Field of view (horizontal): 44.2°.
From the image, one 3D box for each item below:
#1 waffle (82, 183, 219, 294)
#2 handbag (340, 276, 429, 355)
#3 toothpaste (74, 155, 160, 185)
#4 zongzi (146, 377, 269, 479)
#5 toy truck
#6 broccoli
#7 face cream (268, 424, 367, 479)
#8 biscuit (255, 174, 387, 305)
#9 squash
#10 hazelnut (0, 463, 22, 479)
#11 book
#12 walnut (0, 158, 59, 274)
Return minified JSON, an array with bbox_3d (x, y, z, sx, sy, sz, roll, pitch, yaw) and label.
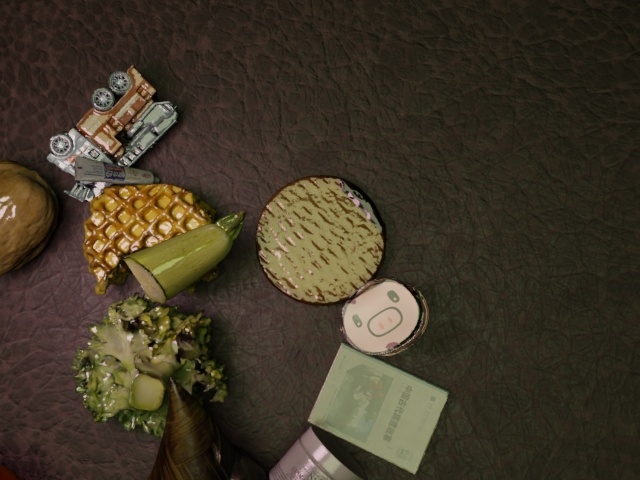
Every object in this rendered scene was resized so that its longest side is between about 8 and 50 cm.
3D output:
[{"bbox_3d":[-0.393,-0.003,1.857,0.324,0.151,0.261,-1,88,1],"label":"waffle"},{"bbox_3d":[0.152,0.178,1.827,0.205,0.116,0.179,-34,83,0],"label":"handbag"},{"bbox_3d":[-0.475,-0.155,1.850,0.038,0.233,0.060,-12,78,40],"label":"toothpaste"},{"bbox_3d":[-0.354,0.529,1.715,0.403,0.208,0.432,-29,116,6],"label":"zongzi"},{"bbox_3d":[-0.508,-0.245,1.893,0.184,0.133,0.338,42,85,-11],"label":"toy truck"},{"bbox_3d":[-0.378,0.297,1.792,0.272,0.324,0.334,30,97,48],"label":"broccoli"},{"bbox_3d":[-0.007,0.531,1.771,0.177,0.177,0.153,41,88,5],"label":"face cream"},{"bbox_3d":[0.000,0.000,1.889,0.318,0.040,0.317,0,83,3],"label":"biscuit"},{"bbox_3d":[-0.276,0.037,1.721,0.288,0.137,0.137,-25,84,-4],"label":"squash"},{"bbox_3d":[-0.807,0.679,1.731,0.359,0.359,0.409,41,92,5],"label":"hazelnut"},{"bbox_3d":[0.136,0.392,1.855,0.283,0.025,0.214,23,85,6],"label":"book"},{"bbox_3d":[-0.750,-0.054,1.831,0.283,0.227,0.282,-14,119,-27],"label":"walnut"}]
